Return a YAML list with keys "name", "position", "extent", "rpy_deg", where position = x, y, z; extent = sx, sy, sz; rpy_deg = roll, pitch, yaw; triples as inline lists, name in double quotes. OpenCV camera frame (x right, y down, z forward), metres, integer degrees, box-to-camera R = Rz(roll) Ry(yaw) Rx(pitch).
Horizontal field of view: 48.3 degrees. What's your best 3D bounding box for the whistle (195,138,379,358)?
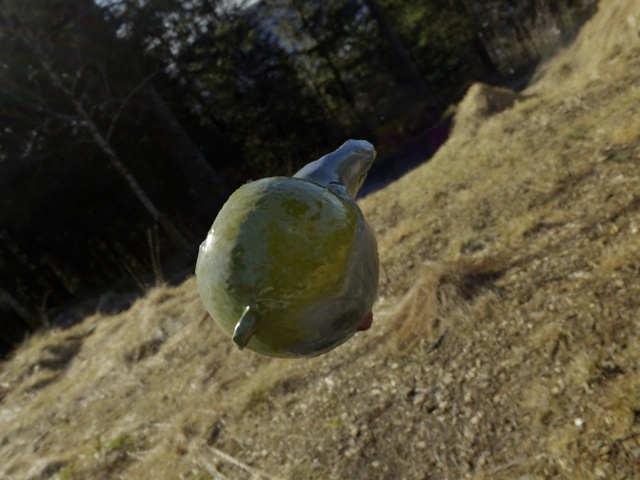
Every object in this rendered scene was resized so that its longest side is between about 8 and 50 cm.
- name: "whistle"
  position: [0.000, 0.000, 0.483]
  extent: [0.122, 0.123, 0.223]
  rpy_deg: [-19, 22, 35]
